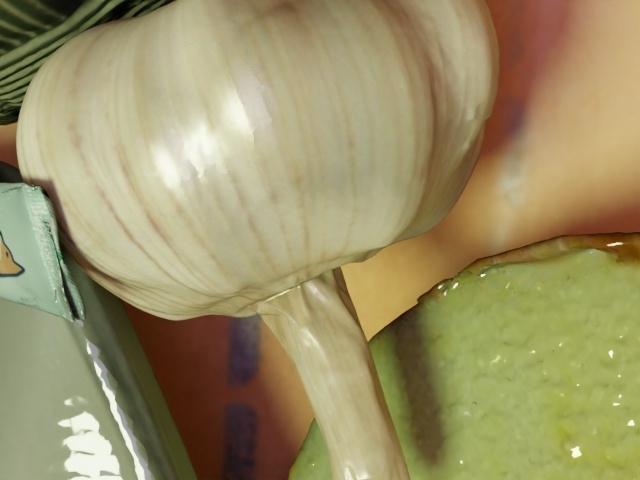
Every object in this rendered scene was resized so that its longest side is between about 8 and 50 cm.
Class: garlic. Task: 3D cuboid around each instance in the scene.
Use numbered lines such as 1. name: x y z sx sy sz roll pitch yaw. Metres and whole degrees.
1. garlic: 0.000 0.000 0.607 0.199 0.199 0.226 -23 85 14

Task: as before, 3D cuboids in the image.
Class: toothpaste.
1. toothpaste: -0.167 -0.006 0.624 0.205 0.036 0.056 9 123 45

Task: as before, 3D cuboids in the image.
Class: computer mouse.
1. computer mouse: -0.134 0.125 0.685 0.197 0.095 0.331 -23 90 43

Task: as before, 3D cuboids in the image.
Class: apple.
1. apple: 0.114 0.142 0.627 0.254 0.179 0.346 26 109 -7

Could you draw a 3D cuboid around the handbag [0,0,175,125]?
1. handbag: -0.189 -0.211 0.598 0.247 0.240 0.341 -38 90 10
